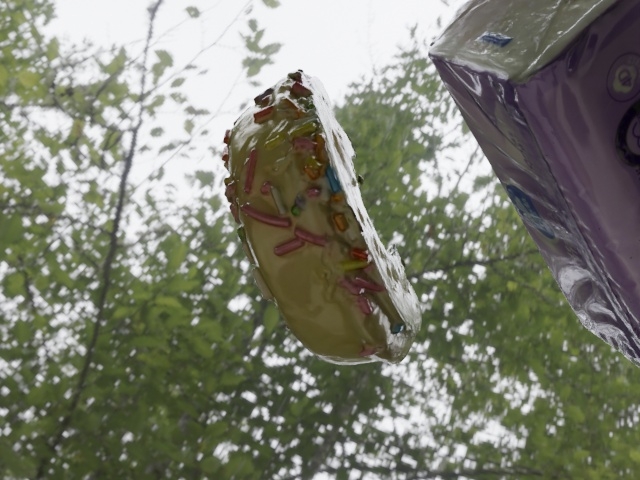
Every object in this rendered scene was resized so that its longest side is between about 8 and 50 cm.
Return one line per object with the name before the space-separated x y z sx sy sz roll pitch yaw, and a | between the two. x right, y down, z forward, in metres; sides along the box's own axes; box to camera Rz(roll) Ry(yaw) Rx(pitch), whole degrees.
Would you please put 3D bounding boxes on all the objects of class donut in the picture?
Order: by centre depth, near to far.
donut | -0.002 -0.002 0.474 0.065 0.108 0.165 -21 -80 13

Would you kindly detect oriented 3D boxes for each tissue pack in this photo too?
tissue pack | 0.267 -0.085 0.729 0.242 0.160 0.338 -40 -58 -6
